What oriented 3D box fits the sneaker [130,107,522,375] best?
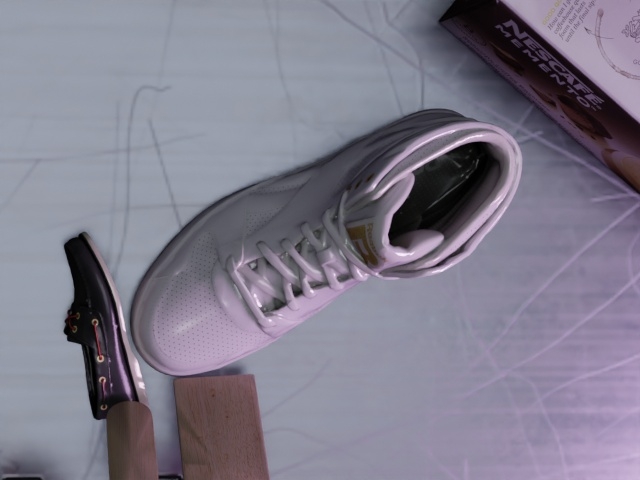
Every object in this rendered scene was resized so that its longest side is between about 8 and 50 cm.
[{"bbox_3d":[0.000,0.000,1.168,0.292,0.169,0.108,-34,99,-5],"label":"sneaker"}]

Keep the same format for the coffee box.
[{"bbox_3d":[0.244,-0.109,1.201,0.297,0.168,0.119,40,86,-9],"label":"coffee box"}]

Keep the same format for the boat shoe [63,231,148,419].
[{"bbox_3d":[-0.157,0.061,1.204,0.042,0.049,0.133,-17,99,-16],"label":"boat shoe"}]

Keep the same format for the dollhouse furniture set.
[{"bbox_3d":[-0.115,0.193,1.215,0.144,0.123,0.151,-3,136,-9],"label":"dollhouse furniture set"}]
